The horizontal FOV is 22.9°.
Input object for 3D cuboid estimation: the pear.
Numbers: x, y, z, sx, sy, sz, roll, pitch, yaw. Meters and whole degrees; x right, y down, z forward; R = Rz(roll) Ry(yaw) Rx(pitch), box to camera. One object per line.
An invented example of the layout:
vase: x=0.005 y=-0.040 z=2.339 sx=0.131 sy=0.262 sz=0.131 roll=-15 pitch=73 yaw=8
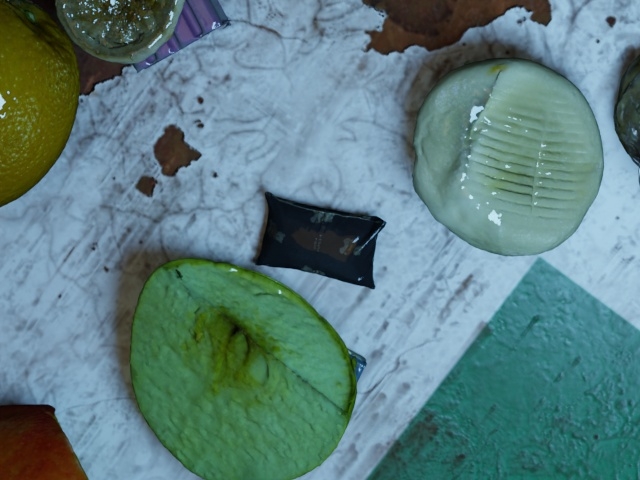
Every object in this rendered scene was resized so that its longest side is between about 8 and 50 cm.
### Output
pear: x=-0.094 y=0.170 z=1.857 sx=0.288 sy=0.139 sz=0.239 roll=38 pitch=119 yaw=11

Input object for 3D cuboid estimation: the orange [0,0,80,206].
orange: x=-0.405 y=-0.164 z=1.765 sx=0.274 sy=0.274 sz=0.274 roll=1 pitch=100 yaw=6

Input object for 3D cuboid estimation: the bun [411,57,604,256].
bun: x=0.199 y=-0.097 z=1.774 sx=0.229 sy=0.145 sz=0.229 roll=-1 pitch=91 yaw=-26

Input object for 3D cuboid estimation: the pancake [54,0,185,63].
pancake: x=-0.227 y=-0.274 z=1.776 sx=0.151 sy=0.025 sz=0.152 roll=2 pitch=103 yaw=8

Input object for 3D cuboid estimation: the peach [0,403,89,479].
peach: x=-0.400 y=0.338 z=1.844 sx=0.380 sy=0.306 sz=0.242 roll=-24 pitch=104 yaw=15

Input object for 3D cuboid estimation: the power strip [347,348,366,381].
power strip: x=0.008 y=0.182 z=1.896 sx=0.056 sy=0.032 sz=0.123 roll=26 pitch=102 yaw=1

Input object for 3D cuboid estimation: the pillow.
pillow: x=0.000 y=0.000 z=1.856 sx=0.150 sy=0.048 sz=0.090 roll=11 pitch=93 yaw=9

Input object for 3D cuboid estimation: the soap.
soap: x=-0.205 y=-0.308 z=1.813 sx=0.122 sy=0.065 sz=0.203 roll=-27 pitch=96 yaw=11

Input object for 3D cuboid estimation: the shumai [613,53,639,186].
shumai: x=0.414 y=-0.115 z=1.739 sx=0.161 sy=0.153 sz=0.210 roll=-26 pitch=100 yaw=18
